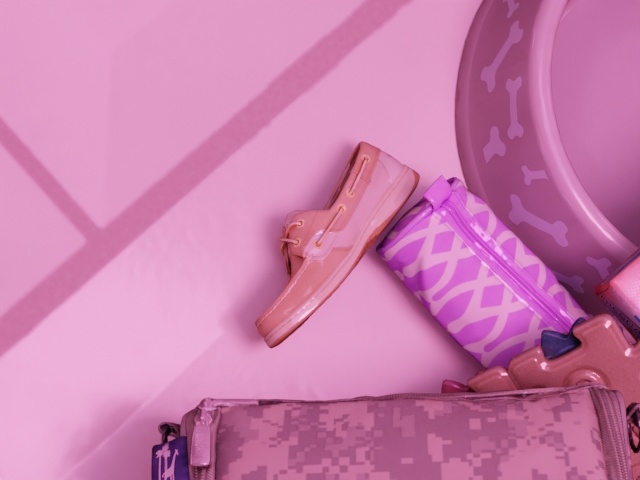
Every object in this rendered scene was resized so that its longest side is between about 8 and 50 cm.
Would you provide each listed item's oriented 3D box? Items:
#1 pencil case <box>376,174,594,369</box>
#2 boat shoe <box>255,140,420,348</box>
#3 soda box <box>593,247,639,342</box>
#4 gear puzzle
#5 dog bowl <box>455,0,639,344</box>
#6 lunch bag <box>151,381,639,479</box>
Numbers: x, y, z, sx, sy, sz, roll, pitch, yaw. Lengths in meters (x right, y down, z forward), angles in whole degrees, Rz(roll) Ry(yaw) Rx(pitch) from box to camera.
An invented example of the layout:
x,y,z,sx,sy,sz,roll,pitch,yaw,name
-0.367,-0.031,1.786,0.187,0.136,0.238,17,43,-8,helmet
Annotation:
x,y,z,sx,sy,sz,roll,pitch,yaw,name
0.134,0.047,1.196,0.206,0.088,0.086,42,72,-4,pencil case
0.000,0.000,1.185,0.059,0.063,0.170,40,63,-3,boat shoe
0.273,-0.003,1.140,0.183,0.058,0.063,-40,86,-5,soda box
0.215,0.208,1.174,0.175,0.044,0.339,-29,103,18,gear puzzle
0.279,-0.096,1.256,0.348,0.102,0.349,3,80,-15,dog bowl
0.056,0.219,1.056,0.305,0.212,0.256,-3,80,1,lunch bag
